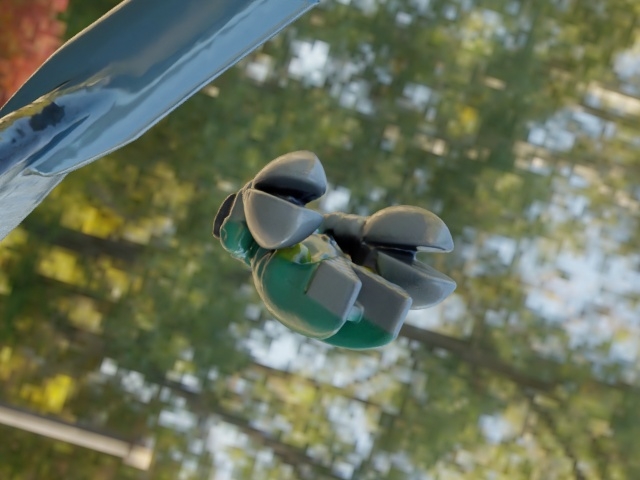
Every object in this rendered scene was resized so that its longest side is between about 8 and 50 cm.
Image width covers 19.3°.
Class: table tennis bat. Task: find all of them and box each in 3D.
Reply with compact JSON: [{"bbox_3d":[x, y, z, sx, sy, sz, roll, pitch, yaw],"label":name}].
[{"bbox_3d":[-0.139,0.005,0.642,0.329,0.044,0.215,-39,180,7],"label":"table tennis bat"}]

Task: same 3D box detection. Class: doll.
[{"bbox_3d":[-0.013,-0.002,1.621,0.195,0.258,0.153,7,105,-57],"label":"doll"}]
